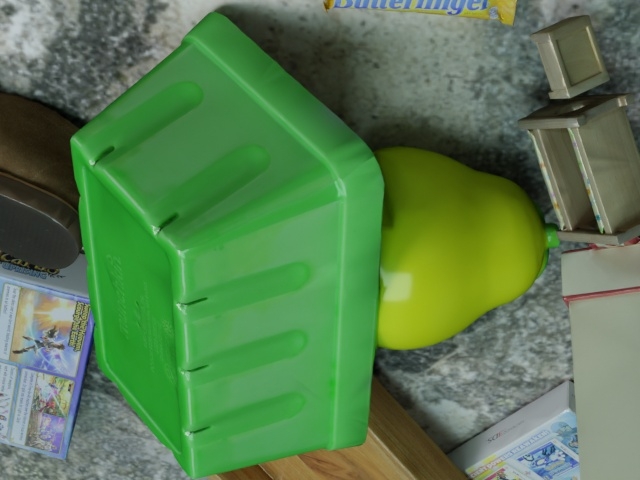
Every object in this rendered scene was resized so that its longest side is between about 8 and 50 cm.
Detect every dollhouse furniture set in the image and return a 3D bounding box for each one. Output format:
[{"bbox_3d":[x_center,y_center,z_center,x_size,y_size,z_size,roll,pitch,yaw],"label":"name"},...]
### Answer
[{"bbox_3d":[0.254,-0.112,1.354,0.161,0.101,0.182,-25,102,-21],"label":"dollhouse furniture set"}]

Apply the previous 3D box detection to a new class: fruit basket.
[{"bbox_3d":[0.000,0.000,1.407,0.392,0.283,0.392,-28,142,-24],"label":"fruit basket"}]

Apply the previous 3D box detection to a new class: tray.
[{"bbox_3d":[0.038,0.267,1.697,0.203,0.076,0.411,-28,114,32],"label":"tray"}]

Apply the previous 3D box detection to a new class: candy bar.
[{"bbox_3d":[0.079,-0.197,1.313,0.161,0.018,0.040,4,135,4],"label":"candy bar"}]

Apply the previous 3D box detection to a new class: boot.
[{"bbox_3d":[-0.330,-0.093,1.429,0.305,0.115,0.112,29,142,-7],"label":"boot"}]

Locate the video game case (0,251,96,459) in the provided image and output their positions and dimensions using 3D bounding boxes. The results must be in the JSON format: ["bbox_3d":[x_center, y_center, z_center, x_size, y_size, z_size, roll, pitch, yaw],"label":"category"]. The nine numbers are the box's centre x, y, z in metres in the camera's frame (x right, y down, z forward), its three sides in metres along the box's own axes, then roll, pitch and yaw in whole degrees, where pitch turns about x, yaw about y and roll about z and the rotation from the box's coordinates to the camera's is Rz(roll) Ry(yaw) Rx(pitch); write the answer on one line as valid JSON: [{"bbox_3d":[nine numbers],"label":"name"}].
[{"bbox_3d":[-0.353,0.096,1.643,0.244,0.061,0.269,16,135,-4],"label":"video game case"}]

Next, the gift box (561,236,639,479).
[{"bbox_3d":[0.351,0.111,1.396,0.255,0.258,0.276,-7,153,15],"label":"gift box"}]

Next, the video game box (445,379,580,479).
[{"bbox_3d":[0.253,0.249,1.709,0.187,0.048,0.205,33,131,-25],"label":"video game box"}]
